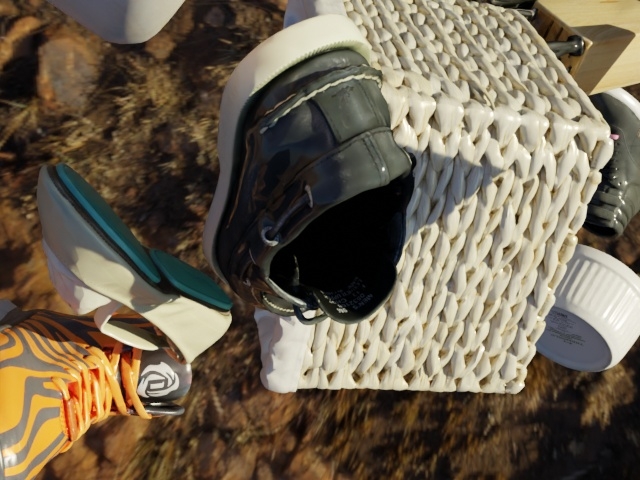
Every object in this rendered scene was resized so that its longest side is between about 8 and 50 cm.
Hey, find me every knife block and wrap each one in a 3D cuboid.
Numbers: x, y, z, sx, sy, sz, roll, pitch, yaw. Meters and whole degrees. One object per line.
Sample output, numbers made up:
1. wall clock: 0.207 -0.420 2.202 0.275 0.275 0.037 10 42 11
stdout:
1. knife block: 0.314 -0.225 1.244 0.275 0.242 0.088 18 130 -5

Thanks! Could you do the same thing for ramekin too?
1. ramekin: 0.398 0.111 1.590 0.207 0.207 0.109 37 64 1

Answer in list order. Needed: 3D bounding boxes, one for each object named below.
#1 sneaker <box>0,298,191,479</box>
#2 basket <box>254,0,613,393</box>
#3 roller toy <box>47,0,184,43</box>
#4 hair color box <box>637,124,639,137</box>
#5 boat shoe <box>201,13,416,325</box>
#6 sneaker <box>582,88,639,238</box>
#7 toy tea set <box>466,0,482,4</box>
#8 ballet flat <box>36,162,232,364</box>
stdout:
1. sneaker: -0.193 0.114 0.830 0.180 0.321 0.125 1 104 -11
2. basket: 0.079 -0.061 1.034 0.266 0.331 0.328 6 121 -12
3. roller toy: -0.080 -0.196 0.418 0.146 0.191 0.209 35 126 -16
4. hair color box: 0.412 -0.181 1.180 0.043 0.072 0.141 10 101 -3
5. boat shoe: 0.004 -0.002 0.669 0.127 0.340 0.113 -25 69 -19
6. sneaker: 0.450 -0.113 1.609 0.104 0.296 0.147 21 66 39
7. toy tea set: 0.121 -0.449 1.319 0.124 0.200 0.336 -7 108 -23
8. ballet flat: -0.147 0.031 0.755 0.086 0.248 0.086 -11 61 21
